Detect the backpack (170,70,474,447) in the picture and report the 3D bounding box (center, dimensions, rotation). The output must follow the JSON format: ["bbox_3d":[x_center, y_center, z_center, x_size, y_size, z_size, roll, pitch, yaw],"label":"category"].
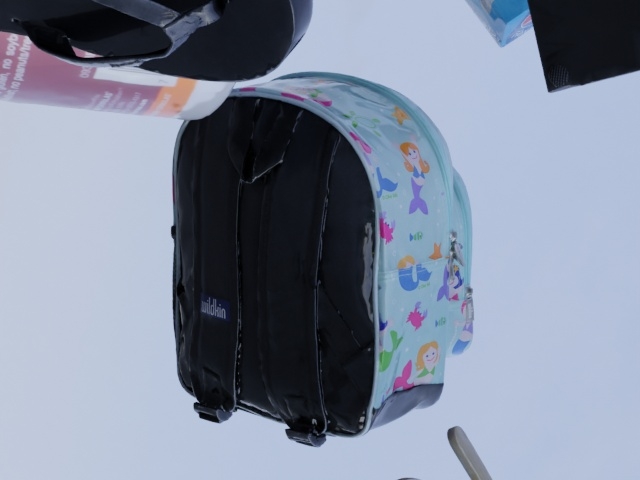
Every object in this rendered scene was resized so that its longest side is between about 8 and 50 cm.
[{"bbox_3d":[0.000,0.000,1.446,0.225,0.191,0.254,11,-66,39],"label":"backpack"}]

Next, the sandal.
[{"bbox_3d":[-0.125,-0.122,0.991,0.097,0.254,0.054,81,27,-42],"label":"sandal"}]

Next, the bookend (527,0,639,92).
[{"bbox_3d":[0.183,-0.115,0.752,0.157,0.156,0.072,-12,-88,34],"label":"bookend"}]

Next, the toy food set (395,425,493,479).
[{"bbox_3d":[0.058,0.195,1.047,0.038,0.132,0.192,-23,-168,30],"label":"toy food set"}]

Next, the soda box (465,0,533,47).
[{"bbox_3d":[0.125,-0.275,1.661,0.210,0.071,0.067,54,-7,12],"label":"soda box"}]

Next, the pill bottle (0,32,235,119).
[{"bbox_3d":[-0.248,-0.205,1.242,0.224,0.392,0.224,-175,-90,-72],"label":"pill bottle"}]
